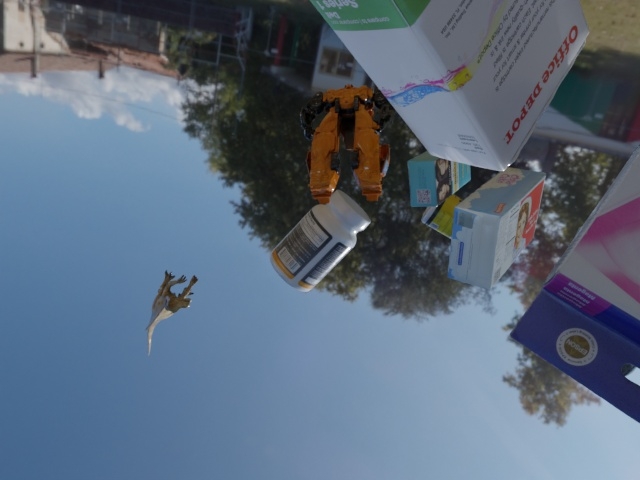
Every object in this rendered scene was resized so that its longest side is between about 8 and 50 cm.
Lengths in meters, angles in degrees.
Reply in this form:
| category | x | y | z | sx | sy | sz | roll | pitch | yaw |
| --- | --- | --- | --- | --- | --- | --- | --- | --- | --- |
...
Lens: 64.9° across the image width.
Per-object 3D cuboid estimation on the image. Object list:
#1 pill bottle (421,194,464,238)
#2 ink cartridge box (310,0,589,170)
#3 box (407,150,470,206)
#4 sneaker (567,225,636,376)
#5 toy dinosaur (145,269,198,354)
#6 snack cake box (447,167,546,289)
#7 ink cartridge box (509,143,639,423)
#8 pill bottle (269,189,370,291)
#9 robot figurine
| category | x | y | z | sx | sy | sz | roll | pitch | yaw |
| --- | --- | --- | --- | --- | --- | --- | --- | --- | --- |
| pill bottle | 0.416 | -0.056 | 1.491 | 0.208 | 0.119 | 0.119 | 30 | -159 | 3 |
| ink cartridge box | 0.140 | -0.235 | 0.511 | 0.278 | 0.201 | 0.117 | 39 | 171 | -40 |
| box | 0.274 | -0.156 | 1.136 | 0.060 | 0.100 | 0.244 | 4 | -158 | 32 |
| sneaker | 0.385 | 0.085 | 0.712 | 0.132 | 0.229 | 0.086 | 1 | 173 | -41 |
| toy dinosaur | -0.224 | 0.095 | 0.719 | 0.053 | 0.183 | 0.093 | 35 | -131 | -11 |
| snack cake box | 0.352 | -0.034 | 0.997 | 0.089 | 0.152 | 0.264 | 17 | -148 | 34 |
| ink cartridge box | 0.429 | 0.061 | 0.514 | 0.324 | 0.330 | 0.071 | 34 | -175 | 19 |
| pill bottle | 0.000 | 0.000 | 1.422 | 0.162 | 0.278 | 0.162 | 41 | -165 | -13 |
| robot figurine | 0.057 | -0.217 | 1.073 | 0.211 | 0.085 | 0.291 | -2 | -123 | 10 |
